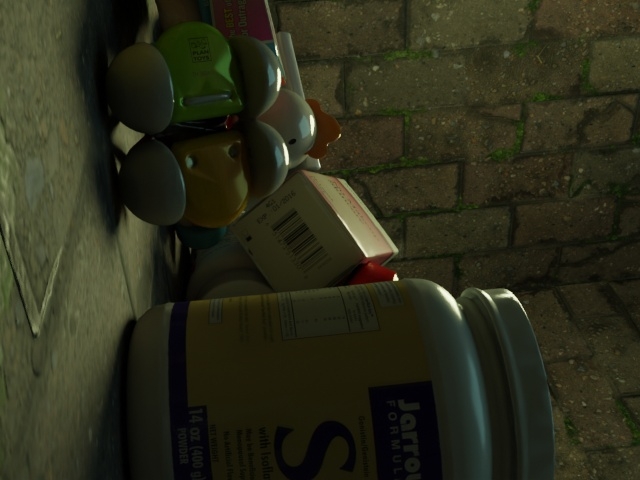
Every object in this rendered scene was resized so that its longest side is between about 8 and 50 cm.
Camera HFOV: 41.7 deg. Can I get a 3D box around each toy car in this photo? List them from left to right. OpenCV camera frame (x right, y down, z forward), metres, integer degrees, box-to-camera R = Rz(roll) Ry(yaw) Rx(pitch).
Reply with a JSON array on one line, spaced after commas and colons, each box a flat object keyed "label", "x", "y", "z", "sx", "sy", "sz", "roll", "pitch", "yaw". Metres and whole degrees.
[{"label": "toy car", "x": -0.124, "y": -0.105, "z": 0.762, "sx": 0.136, "sy": 0.159, "sz": 0.182, "roll": 14, "pitch": -65, "yaw": 49}, {"label": "toy car", "x": -0.088, "y": -0.125, "z": 1.105, "sx": 0.219, "sy": 0.238, "sz": 0.210, "roll": 90, "pitch": -7, "yaw": -59}]

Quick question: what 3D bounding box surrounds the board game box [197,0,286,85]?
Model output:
[{"label": "board game box", "x": -0.107, "y": -0.328, "z": 0.901, "sx": 0.242, "sy": 0.064, "sz": 0.316, "roll": -95, "pitch": 171, "yaw": -86}]

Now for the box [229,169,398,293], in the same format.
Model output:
[{"label": "box", "x": 0.000, "y": 0.000, "z": 1.165, "sx": 0.148, "sy": 0.127, "sz": 0.232, "roll": 53, "pitch": 13, "yaw": 8}]

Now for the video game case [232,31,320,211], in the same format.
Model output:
[{"label": "video game case", "x": -0.083, "y": -0.172, "z": 1.257, "sx": 0.193, "sy": 0.023, "sz": 0.212, "roll": -27, "pitch": -109, "yaw": 51}]

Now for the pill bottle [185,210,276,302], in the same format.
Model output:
[{"label": "pill bottle", "x": -0.118, "y": 0.066, "z": 1.244, "sx": 0.283, "sy": 0.160, "sz": 0.160, "roll": -107, "pitch": -168, "yaw": -69}]

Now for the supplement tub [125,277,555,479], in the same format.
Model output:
[{"label": "supplement tub", "x": 0.012, "y": 0.159, "z": 0.745, "sx": 0.241, "sy": 0.331, "sz": 0.241, "roll": 174, "pitch": -90, "yaw": -86}]

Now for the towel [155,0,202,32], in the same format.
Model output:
[{"label": "towel", "x": -0.176, "y": -0.367, "z": 0.941, "sx": 0.317, "sy": 0.053, "sz": 0.331, "roll": -103, "pitch": 178, "yaw": -64}]

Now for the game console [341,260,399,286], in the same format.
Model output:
[{"label": "game console", "x": -0.034, "y": 0.211, "z": 1.075, "sx": 0.386, "sy": 0.060, "sz": 0.342, "roll": -55, "pitch": 173, "yaw": -12}]
